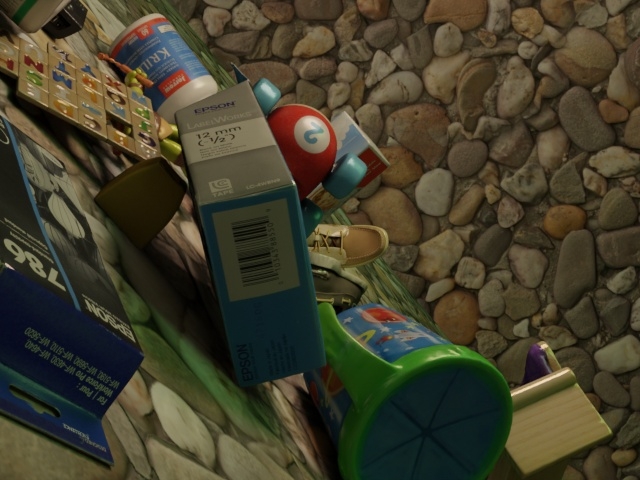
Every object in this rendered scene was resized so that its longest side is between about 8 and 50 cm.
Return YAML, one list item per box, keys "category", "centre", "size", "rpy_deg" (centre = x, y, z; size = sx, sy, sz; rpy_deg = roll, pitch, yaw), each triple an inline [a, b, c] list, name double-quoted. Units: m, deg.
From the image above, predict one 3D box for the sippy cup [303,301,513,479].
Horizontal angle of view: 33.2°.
- category: "sippy cup"
  centre: [0.092, 0.199, 1.388]
  size: [0.224, 0.240, 0.306]
  rpy_deg: [-136, -144, -56]

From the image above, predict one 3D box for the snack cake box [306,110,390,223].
- category: "snack cake box"
  centre: [-0.012, -0.106, 1.988]
  size: [0.089, 0.264, 0.152]
  rpy_deg: [53, 7, 21]

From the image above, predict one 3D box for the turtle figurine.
- category: "turtle figurine"
  centre: [-0.235, -0.147, 1.508]
  size: [0.217, 0.087, 0.269]
  rpy_deg: [28, 22, -29]

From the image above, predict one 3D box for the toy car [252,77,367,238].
- category: "toy car"
  centre: [-0.072, -0.086, 1.609]
  size: [0.219, 0.210, 0.238]
  rpy_deg: [40, 23, -12]

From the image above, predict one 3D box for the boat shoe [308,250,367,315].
- category: "boat shoe"
  centre: [0.004, 0.086, 1.845]
  size: [0.109, 0.091, 0.305]
  rpy_deg: [13, -8, 18]

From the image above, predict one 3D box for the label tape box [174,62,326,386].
- category: "label tape box"
  centre: [-0.096, -0.032, 1.290]
  size: [0.348, 0.115, 0.249]
  rpy_deg: [-117, -165, -56]

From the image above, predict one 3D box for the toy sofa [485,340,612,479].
- category: "toy sofa"
  centre: [0.285, 0.323, 1.581]
  size: [0.363, 0.150, 0.177]
  rpy_deg: [92, -27, -53]

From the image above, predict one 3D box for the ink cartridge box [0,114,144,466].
- category: "ink cartridge box"
  centre: [-0.235, 0.011, 0.844]
  size: [0.165, 0.065, 0.333]
  rpy_deg: [44, 11, -49]

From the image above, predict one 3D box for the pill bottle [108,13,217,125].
- category: "pill bottle"
  centre: [-0.257, -0.274, 1.865]
  size: [0.221, 0.124, 0.124]
  rpy_deg: [51, 7, 6]

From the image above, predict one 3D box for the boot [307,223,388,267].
- category: "boot"
  centre: [0.000, 0.000, 1.884]
  size: [0.165, 0.213, 0.077]
  rpy_deg: [28, 61, -68]

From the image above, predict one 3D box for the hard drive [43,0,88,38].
- category: "hard drive"
  centre: [-0.457, -0.418, 1.615]
  size: [0.255, 0.054, 0.172]
  rpy_deg: [48, 8, -23]

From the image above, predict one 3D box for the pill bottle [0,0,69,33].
- category: "pill bottle"
  centre: [-0.428, -0.452, 1.333]
  size: [0.361, 0.204, 0.204]
  rpy_deg: [45, 9, -16]

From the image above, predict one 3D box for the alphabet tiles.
- category: "alphabet tiles"
  centre: [-0.303, -0.187, 1.327]
  size: [0.237, 0.009, 0.198]
  rpy_deg: [29, 22, -29]

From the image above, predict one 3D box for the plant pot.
- category: "plant pot"
  centre: [-0.203, -0.052, 1.265]
  size: [0.081, 0.083, 0.081]
  rpy_deg: [50, 7, -14]
